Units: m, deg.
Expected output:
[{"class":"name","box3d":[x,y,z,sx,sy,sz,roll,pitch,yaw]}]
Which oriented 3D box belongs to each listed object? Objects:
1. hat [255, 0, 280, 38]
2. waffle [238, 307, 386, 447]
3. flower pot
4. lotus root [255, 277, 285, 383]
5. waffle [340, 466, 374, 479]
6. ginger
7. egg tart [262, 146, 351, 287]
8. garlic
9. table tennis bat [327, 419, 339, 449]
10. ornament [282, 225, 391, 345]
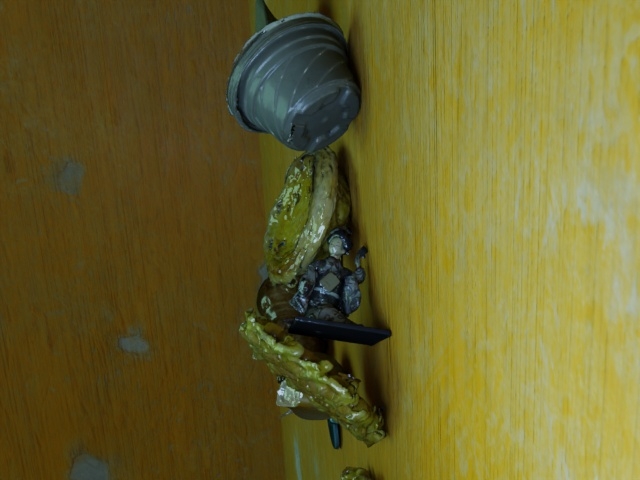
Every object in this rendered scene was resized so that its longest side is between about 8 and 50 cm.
[{"class":"hat","box3d":[-0.051,-0.356,1.423,0.257,0.130,0.257,175,90,-82]},{"class":"waffle","box3d":[-0.011,0.239,1.239,0.302,0.068,0.325,32,165,26]},{"class":"flower pot","box3d":[-0.027,-0.238,1.178,0.140,0.236,0.235,55,157,28]},{"class":"lotus root","box3d":[-0.114,0.266,2.200,0.169,0.152,0.342,124,140,-57]},{"class":"waffle","box3d":[0.090,0.569,1.337,0.283,0.065,0.309,-137,45,-74]},{"class":"ginger","box3d":[-0.063,0.219,1.872,0.274,0.153,0.357,64,-170,-47]},{"class":"egg tart","box3d":[-0.016,-0.036,1.374,0.291,0.107,0.290,-165,90,-69]},{"class":"garlic","box3d":[-0.019,0.331,1.571,0.245,0.164,0.145,90,154,-66]},{"class":"table tennis bat","box3d":[0.031,0.439,1.746,0.201,0.033,0.124,99,161,-68]},{"class":"ornament","box3d":[0.031,0.063,1.210,0.153,0.166,0.196,116,162,-72]}]
